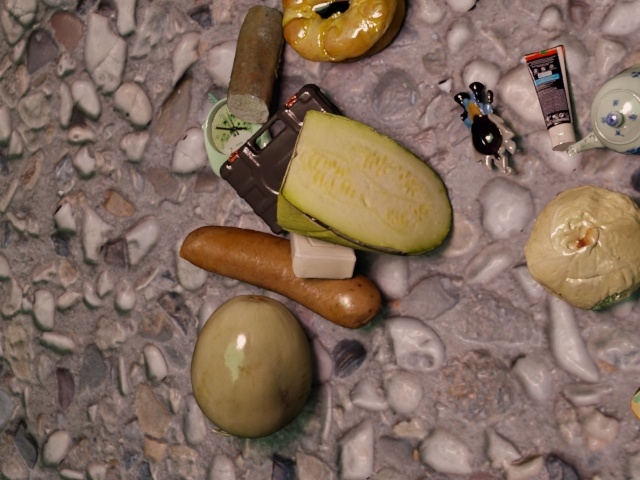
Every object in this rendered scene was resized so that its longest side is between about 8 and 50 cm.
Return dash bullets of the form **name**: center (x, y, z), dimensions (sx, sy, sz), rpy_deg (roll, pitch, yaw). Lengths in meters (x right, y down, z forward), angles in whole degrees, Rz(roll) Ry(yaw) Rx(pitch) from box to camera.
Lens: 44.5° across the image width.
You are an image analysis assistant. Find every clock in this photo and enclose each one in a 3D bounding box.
- **clock**: center (-0.188, -0.255, 1.761), dimensions (0.159, 0.066, 0.211), rpy_deg (-21, 79, 26)

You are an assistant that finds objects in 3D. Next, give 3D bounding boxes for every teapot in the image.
- **teapot**: center (0.521, -0.213, 1.305), dimensions (0.232, 0.159, 0.159), rpy_deg (-44, 68, 45)

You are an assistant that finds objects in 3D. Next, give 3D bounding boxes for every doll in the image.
- **doll**: center (0.316, -0.207, 1.483), dimensions (0.096, 0.070, 0.195), rpy_deg (-38, 64, 39)

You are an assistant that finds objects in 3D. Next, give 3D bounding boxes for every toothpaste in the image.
- **toothpaste**: center (0.431, -0.264, 1.438), dimensions (0.071, 0.045, 0.194), rpy_deg (-14, 76, 20)

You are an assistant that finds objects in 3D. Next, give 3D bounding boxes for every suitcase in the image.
- **suitcase**: center (-0.054, -0.167, 1.649), dimensions (0.285, 0.066, 0.206), rpy_deg (-41, 96, 23)

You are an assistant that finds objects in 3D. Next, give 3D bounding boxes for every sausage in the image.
- **sausage**: center (-0.088, 0.059, 1.667), dimensions (0.500, 0.123, 0.136), rpy_deg (20, 64, 28)

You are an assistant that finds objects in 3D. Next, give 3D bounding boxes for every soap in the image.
- **soap**: center (0.000, 0.000, 1.576), dimensions (0.121, 0.183, 0.064), rpy_deg (2, 127, -8)

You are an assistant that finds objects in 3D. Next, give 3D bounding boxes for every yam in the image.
- **yam**: center (-0.139, -0.383, 1.695), dimensions (0.106, 0.106, 0.259), rpy_deg (-8, 58, 28)

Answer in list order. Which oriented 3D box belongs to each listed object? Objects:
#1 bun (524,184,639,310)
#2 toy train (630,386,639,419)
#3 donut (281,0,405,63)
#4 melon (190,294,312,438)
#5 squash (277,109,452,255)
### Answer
- **bun**: center (0.464, 0.010, 1.360), dimensions (0.220, 0.134, 0.220), rpy_deg (-3, 84, 29)
- **toy train**: center (0.605, 0.258, 1.314), dimensions (0.188, 0.072, 0.099), rpy_deg (-47, 69, 20)
- **donut**: center (0.045, -0.466, 1.601), dimensions (0.261, 0.128, 0.209), rpy_deg (1, 91, 29)
- **melon**: center (-0.142, 0.265, 1.616), dimensions (0.271, 0.272, 0.308), rpy_deg (-2, 123, 29)
- **squash**: center (0.101, -0.085, 1.489), dimensions (0.309, 0.210, 0.234), rpy_deg (14, 66, 9)
